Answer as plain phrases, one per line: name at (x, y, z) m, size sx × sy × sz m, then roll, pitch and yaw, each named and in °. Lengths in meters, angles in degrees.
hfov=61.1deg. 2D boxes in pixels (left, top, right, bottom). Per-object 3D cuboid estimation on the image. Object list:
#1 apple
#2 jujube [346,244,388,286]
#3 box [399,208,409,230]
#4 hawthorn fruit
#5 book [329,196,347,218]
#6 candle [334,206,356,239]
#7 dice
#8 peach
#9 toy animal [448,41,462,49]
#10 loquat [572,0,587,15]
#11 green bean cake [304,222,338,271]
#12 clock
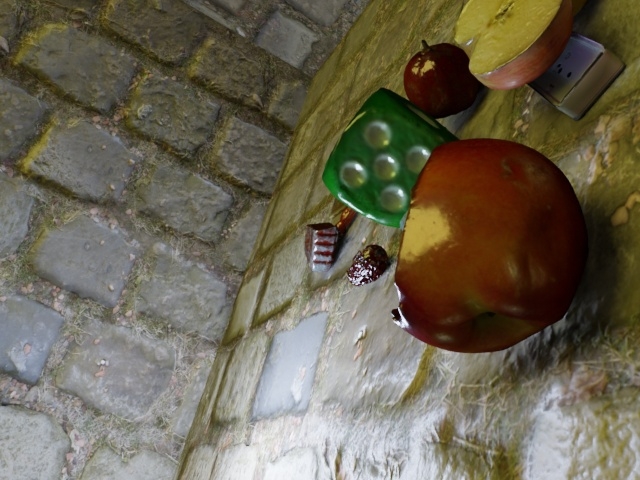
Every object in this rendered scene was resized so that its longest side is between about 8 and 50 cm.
apple at (0.450, -0.462, 1.209) m, size 0.251 × 0.163 × 0.293 m, roll -40°, pitch 41°, yaw 34°
jujube at (0.148, 0.084, 1.667) m, size 0.166 × 0.104 × 0.104 m, roll 119°, pitch 166°, yaw -46°
box at (0.311, -0.058, 1.331) m, size 0.227 × 0.130 × 0.162 m, roll -56°, pitch 31°, yaw 16°
hawthorn fruit at (0.353, -0.484, 1.603) m, size 0.215 × 0.249 × 0.215 m, roll -26°, pitch 26°, yaw 13°
book at (0.115, -0.202, 2.262) m, size 0.242 × 0.018 × 0.170 m, roll -35°, pitch 34°, yaw 57°
candle at (0.139, -0.148, 2.066) m, size 0.329 × 0.051 × 0.048 m, roll -58°, pitch -7°, yaw 16°
dice at (0.197, -0.225, 1.506) m, size 0.300 × 0.287 × 0.297 m, roll -57°, pitch -3°, yaw 22°
peach at (0.302, 0.015, 0.968) m, size 0.335 × 0.310 × 0.406 m, roll 80°, pitch -151°, yaw -48°
toy animal at (0.432, -0.586, 1.779) m, size 0.124 × 0.124 × 0.212 m, roll -57°, pitch 10°, yaw 21°
loquat at (0.553, -0.624, 1.312) m, size 0.213 × 0.213 × 0.213 m, roll -53°, pitch 21°, yaw 30°
green bean cake at (0.000, 0.000, 2.104) m, size 0.232 × 0.097 × 0.198 m, roll -113°, pitch 28°, yaw -67°
clock at (0.548, -0.366, 1.183) m, size 0.147 × 0.071 × 0.192 m, roll -55°, pitch 19°, yaw 26°
